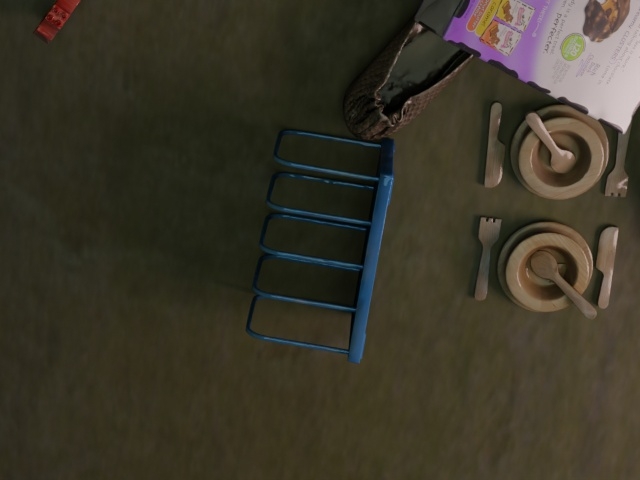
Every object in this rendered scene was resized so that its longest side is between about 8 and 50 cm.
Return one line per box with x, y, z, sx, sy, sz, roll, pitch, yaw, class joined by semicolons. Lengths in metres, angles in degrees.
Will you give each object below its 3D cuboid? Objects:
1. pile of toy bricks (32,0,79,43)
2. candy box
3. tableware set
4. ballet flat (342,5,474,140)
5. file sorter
-0.201;-0.270;1.631;0.118;0.105;0.212;35;104;-11;pile of toy bricks
0.204;-0.205;1.642;0.196;0.070;0.165;25;99;-25;candy box
0.207;-0.023;1.752;0.128;0.039;0.194;4;108;-2;tableware set
0.109;-0.181;1.689;0.084;0.058;0.250;40;103;-13;ballet flat
0.000;0.000;1.719;0.104;0.118;0.170;9;108;0;file sorter
